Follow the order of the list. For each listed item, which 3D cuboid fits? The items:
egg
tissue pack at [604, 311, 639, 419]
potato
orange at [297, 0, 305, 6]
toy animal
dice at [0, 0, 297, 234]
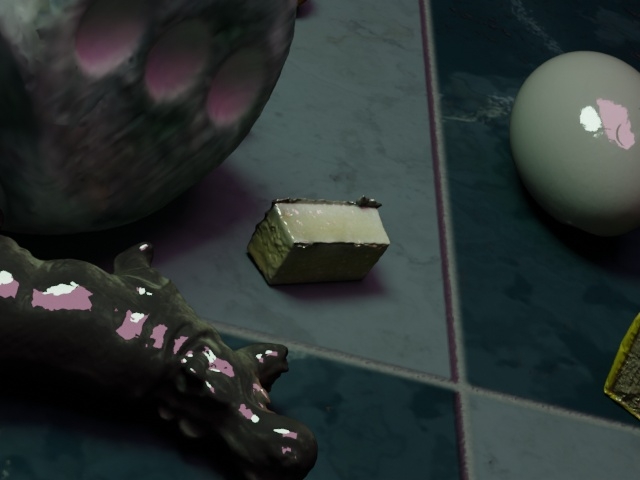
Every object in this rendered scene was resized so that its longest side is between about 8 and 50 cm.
[{"bbox_3d":[0.301,-0.104,1.629,0.176,0.176,0.232,5,48,-23],"label":"egg"},{"bbox_3d":[0.359,0.093,1.451,0.082,0.120,0.169,33,39,21],"label":"tissue pack"},{"bbox_3d":[0.002,0.000,1.423,0.122,0.086,0.061,0,55,-30],"label":"potato"},{"bbox_3d":[-0.047,-0.322,1.818,0.085,0.085,0.085,14,36,-11],"label":"orange"},{"bbox_3d":[-0.153,0.083,1.214,0.343,0.106,0.168,23,35,-4],"label":"toy animal"},{"bbox_3d":[-0.244,-0.226,1.315,0.330,0.328,0.348,32,52,29],"label":"dice"}]
